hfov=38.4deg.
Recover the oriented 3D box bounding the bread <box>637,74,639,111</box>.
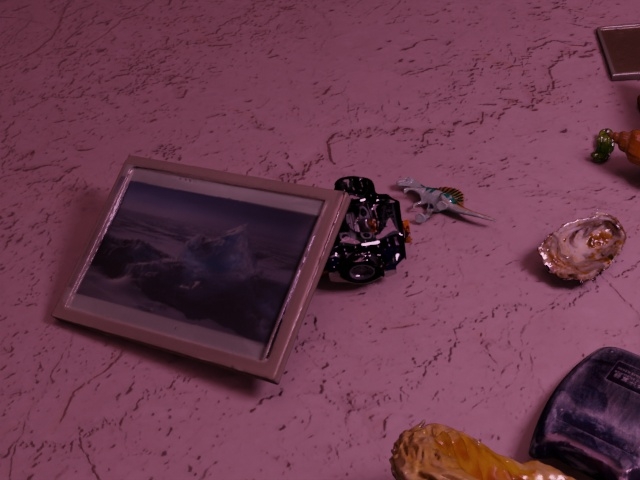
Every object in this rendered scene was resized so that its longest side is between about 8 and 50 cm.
[{"bbox_3d":[0.633,-0.254,1.685,0.169,0.140,0.160,25,43,35],"label":"bread"}]

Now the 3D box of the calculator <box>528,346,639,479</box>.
[{"bbox_3d":[0.413,0.239,1.280,0.177,0.040,0.268,23,41,29],"label":"calculator"}]

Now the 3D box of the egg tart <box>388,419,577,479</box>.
[{"bbox_3d":[0.236,0.349,1.048,0.388,0.388,0.169,25,96,30],"label":"egg tart"}]

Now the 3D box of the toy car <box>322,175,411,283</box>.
[{"bbox_3d":[0.001,0.001,1.543,0.301,0.118,0.193,-6,53,2],"label":"toy car"}]

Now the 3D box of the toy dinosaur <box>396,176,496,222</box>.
[{"bbox_3d":[0.223,-0.073,1.641,0.187,0.044,0.106,3,30,14],"label":"toy dinosaur"}]

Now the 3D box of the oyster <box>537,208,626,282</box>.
[{"bbox_3d":[0.435,0.009,1.511,0.105,0.056,0.177,36,59,22],"label":"oyster"}]

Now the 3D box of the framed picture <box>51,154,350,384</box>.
[{"bbox_3d":[-0.202,0.031,1.503,0.446,0.028,0.326,11,68,27],"label":"framed picture"}]

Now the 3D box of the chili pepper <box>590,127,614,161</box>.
[{"bbox_3d":[0.525,-0.174,1.705,0.030,0.034,0.091,-15,33,45],"label":"chili pepper"}]

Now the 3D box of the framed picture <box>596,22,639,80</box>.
[{"bbox_3d":[0.723,-0.400,1.909,0.265,0.018,0.192,-3,44,7],"label":"framed picture"}]

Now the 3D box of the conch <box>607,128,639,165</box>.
[{"bbox_3d":[0.653,-0.118,1.593,0.330,0.093,0.109,28,37,7],"label":"conch"}]
